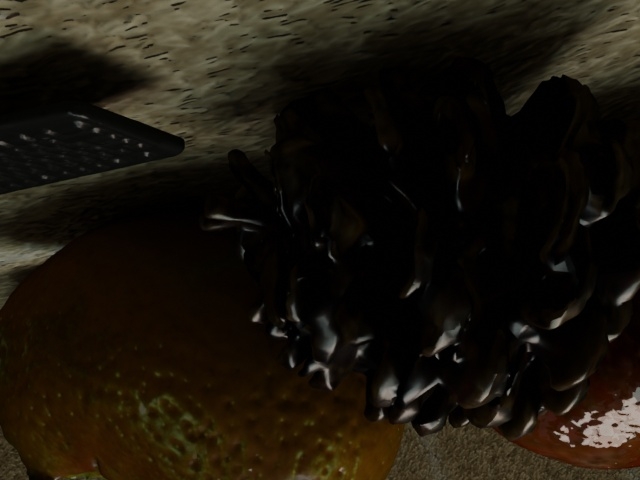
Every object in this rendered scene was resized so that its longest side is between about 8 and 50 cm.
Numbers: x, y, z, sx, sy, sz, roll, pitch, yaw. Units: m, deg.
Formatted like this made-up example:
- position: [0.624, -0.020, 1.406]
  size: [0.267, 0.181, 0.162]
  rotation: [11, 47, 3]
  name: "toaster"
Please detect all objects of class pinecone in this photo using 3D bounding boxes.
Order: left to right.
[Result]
- position: [0.070, 0.007, 0.509]
  size: [0.257, 0.243, 0.243]
  rotation: [1, 164, -31]
  name: "pinecone"

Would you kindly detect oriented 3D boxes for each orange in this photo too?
- position: [-0.090, 0.076, 0.684]
  size: [0.334, 0.196, 0.262]
  rotation: [12, -167, 24]
  name: "orange"

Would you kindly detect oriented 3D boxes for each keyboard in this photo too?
- position: [-0.167, -0.050, 0.459]
  size: [0.381, 0.041, 0.103]
  rotation: [-16, 168, 22]
  name: "keyboard"

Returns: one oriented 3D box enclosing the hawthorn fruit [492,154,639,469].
- position: [0.266, 0.063, 0.750]
  size: [0.284, 0.285, 0.369]
  rotation: [-17, 156, 26]
  name: "hawthorn fruit"
